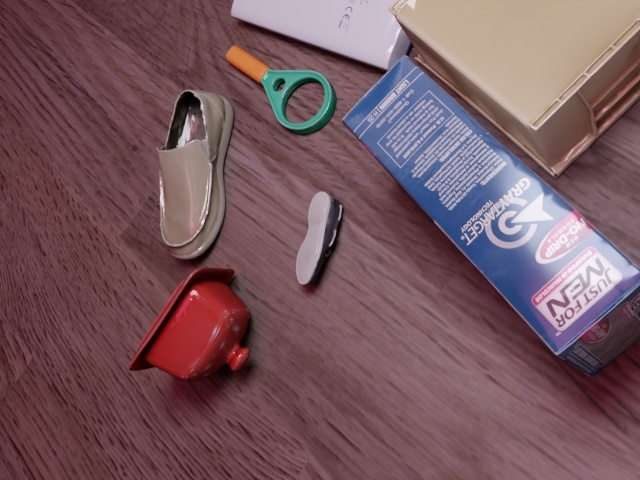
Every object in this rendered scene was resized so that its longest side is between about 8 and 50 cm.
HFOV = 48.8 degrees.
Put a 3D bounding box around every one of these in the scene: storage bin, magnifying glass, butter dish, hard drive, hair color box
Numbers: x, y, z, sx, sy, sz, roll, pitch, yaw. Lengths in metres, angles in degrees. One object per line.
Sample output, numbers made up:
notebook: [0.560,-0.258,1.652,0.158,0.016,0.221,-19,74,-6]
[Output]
storage bin: [0.262,-0.264,0.812,0.260,0.123,0.262,-45,57,9]
magnifying glass: [-0.065,-0.234,1.054,0.231,0.026,0.092,40,96,35]
butter dish: [-0.144,0.126,0.923,0.118,0.160,0.160,36,93,11]
hard drive: [0.020,-0.385,1.020,0.318,0.040,0.210,29,103,34]
hair color box: [0.185,-0.028,0.745,0.105,0.174,0.347,-45,57,11]

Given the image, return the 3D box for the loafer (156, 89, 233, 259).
loafer: [-0.198,-0.105,1.047,0.102,0.092,0.269,-6,71,29]

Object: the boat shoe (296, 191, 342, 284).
boat shoe: [0.000,0.000,0.928,0.046,0.038,0.125,-6,68,49]

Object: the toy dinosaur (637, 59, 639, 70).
toy dinosaur: [0.388,-0.122,0.731,0.092,0.053,0.183,-21,93,16]
